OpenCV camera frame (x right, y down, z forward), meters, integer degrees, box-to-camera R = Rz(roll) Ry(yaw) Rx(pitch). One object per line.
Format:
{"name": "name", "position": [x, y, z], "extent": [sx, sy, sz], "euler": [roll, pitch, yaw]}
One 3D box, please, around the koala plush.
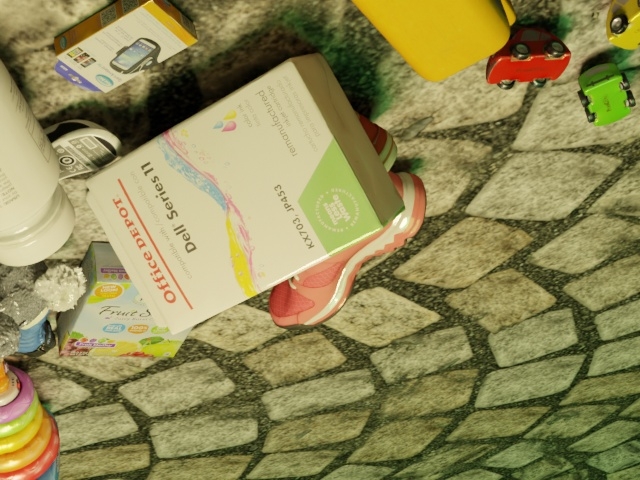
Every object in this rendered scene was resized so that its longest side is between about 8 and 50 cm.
{"name": "koala plush", "position": [-0.399, 0.048, 1.316], "extent": [0.196, 0.203, 0.221], "euler": [0, 172, 23]}

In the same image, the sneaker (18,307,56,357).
{"name": "sneaker", "position": [-0.396, 0.118, 1.529], "extent": [0.084, 0.058, 0.152], "euler": [22, 139, -38]}

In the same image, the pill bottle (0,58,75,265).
{"name": "pill bottle", "position": [-0.338, -0.082, 1.109], "extent": [0.131, 0.131, 0.229], "euler": [-16, 139, 3]}

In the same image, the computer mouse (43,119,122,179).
{"name": "computer mouse", "position": [-0.309, -0.094, 1.232], "extent": [0.193, 0.042, 0.106], "euler": [-17, 146, 16]}

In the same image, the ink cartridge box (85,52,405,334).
{"name": "ink cartridge box", "position": [-0.112, -0.035, 1.230], "extent": [0.353, 0.207, 0.119], "euler": [-28, -175, 21]}

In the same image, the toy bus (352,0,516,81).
{"name": "toy bus", "position": [0.087, -0.259, 1.033], "extent": [0.108, 0.130, 0.332], "euler": [-26, 148, 20]}

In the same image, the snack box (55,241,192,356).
{"name": "snack box", "position": [-0.259, 0.088, 1.531], "extent": [0.174, 0.070, 0.207], "euler": [3, 144, -27]}

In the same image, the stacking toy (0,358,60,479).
{"name": "stacking toy", "position": [-0.486, 0.249, 1.657], "extent": [0.165, 0.175, 0.302], "euler": [-3, 135, -10]}

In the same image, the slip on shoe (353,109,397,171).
{"name": "slip on shoe", "position": [-0.063, -0.063, 1.340], "extent": [0.331, 0.123, 0.101], "euler": [-29, 120, 29]}

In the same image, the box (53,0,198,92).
{"name": "box", "position": [-0.203, -0.199, 1.113], "extent": [0.136, 0.028, 0.081], "euler": [-23, 149, 20]}

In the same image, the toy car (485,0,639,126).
{"name": "toy car", "position": [0.321, -0.210, 1.299], "extent": [0.239, 0.053, 0.225], "euler": [-21, 150, 13]}

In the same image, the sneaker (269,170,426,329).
{"name": "sneaker", "position": [0.000, -0.001, 1.484], "extent": [0.136, 0.116, 0.314], "euler": [20, 130, -31]}
